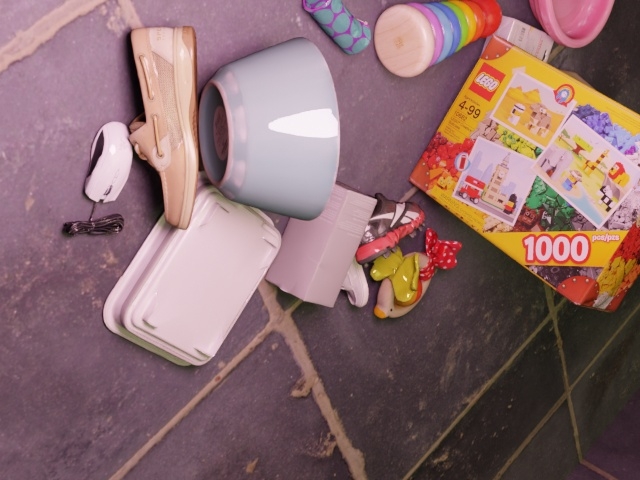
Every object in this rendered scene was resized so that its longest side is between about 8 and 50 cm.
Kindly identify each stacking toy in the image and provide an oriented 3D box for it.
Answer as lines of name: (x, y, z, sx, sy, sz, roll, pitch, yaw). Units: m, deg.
stacking toy: (0.262, -0.436, 1.958, 0.330, 0.141, 0.141, -27, 128, -40)

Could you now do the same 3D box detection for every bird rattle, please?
bird rattle: (0.200, 0.078, 2.198, 0.253, 0.143, 0.207, -20, 136, -54)

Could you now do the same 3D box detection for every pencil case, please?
pencil case: (0.032, -0.410, 1.774, 0.070, 0.064, 0.151, -47, 140, 5)

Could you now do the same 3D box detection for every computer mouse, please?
computer mouse: (-0.346, -0.096, 1.558, 0.106, 0.042, 0.193, 3, 108, -46)

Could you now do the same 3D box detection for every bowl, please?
bowl: (-0.103, -0.182, 1.610, 0.163, 0.311, 0.312, -5, 115, -22)

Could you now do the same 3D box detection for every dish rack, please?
dish rack: (-0.213, 0.067, 1.763, 0.285, 0.072, 0.333, 39, 80, -48)

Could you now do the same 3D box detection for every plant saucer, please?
plant saucer: (0.572, -0.610, 2.198, 0.332, 0.084, 0.332, -18, 115, -45)

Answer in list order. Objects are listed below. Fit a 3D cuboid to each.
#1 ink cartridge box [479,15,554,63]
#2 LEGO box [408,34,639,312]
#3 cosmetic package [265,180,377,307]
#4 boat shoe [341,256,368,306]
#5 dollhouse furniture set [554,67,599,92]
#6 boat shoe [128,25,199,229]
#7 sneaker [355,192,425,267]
ink cartridge box: (0.450, -0.440, 2.198, 0.181, 0.061, 0.104, 7, 105, -47)
LEGO box: (0.489, -0.144, 2.014, 0.193, 0.500, 0.372, 12, 112, -50)
cosmetic package: (0.000, 0.000, 1.908, 0.107, 0.127, 0.238, 13, 102, -48)
boat shoe: (0.056, 0.070, 2.053, 0.063, 0.066, 0.184, -26, 128, -23)
dollhouse furniture set: (0.595, -0.282, 2.412, 0.212, 0.161, 0.242, -2, 133, -46)
boat shoe: (-0.255, -0.180, 1.572, 0.110, 0.122, 0.341, -1, 112, -6)
sneaker: (0.134, -0.049, 2.035, 0.135, 0.097, 0.276, 61, 34, -3)
